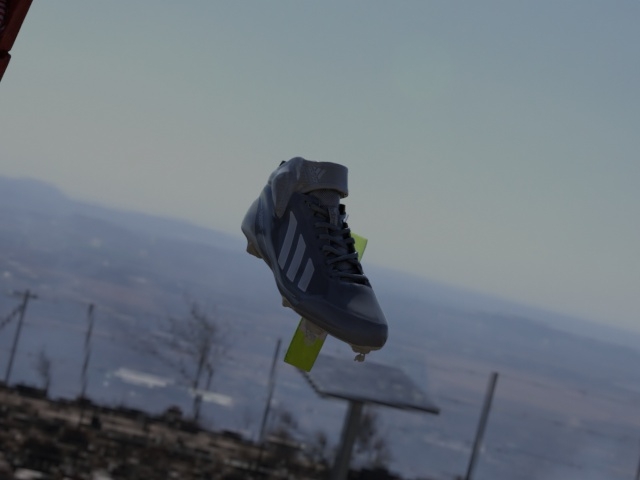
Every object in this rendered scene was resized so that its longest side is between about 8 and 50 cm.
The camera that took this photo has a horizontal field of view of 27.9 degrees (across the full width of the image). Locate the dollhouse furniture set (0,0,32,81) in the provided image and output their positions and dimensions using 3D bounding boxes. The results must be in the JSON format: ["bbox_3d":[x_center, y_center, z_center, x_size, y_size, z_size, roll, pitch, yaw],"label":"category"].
[{"bbox_3d":[-0.445,-0.245,1.169,0.201,0.152,0.374,16,11,-45],"label":"dollhouse furniture set"}]

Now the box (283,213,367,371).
[{"bbox_3d":[0.010,0.066,1.637,0.042,0.178,0.109,24,25,0],"label":"box"}]

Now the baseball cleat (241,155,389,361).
[{"bbox_3d":[0.000,0.000,0.996,0.072,0.109,0.206,11,21,-38],"label":"baseball cleat"}]
